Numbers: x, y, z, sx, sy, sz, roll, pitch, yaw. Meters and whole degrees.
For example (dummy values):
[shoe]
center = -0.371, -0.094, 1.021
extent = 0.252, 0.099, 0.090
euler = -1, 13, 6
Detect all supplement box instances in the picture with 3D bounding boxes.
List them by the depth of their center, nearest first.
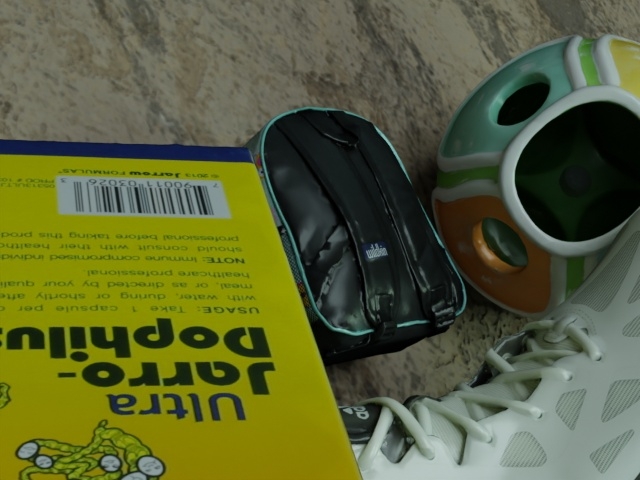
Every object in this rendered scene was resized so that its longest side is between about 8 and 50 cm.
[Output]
[supplement box]
center = -0.109, 0.113, 0.672
extent = 0.195, 0.194, 0.356
euler = 1, 30, -14

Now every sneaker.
[sneaker]
center = 0.114, 0.125, 0.929
extent = 0.257, 0.169, 0.448
euler = 32, 76, -15

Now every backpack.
[backpack]
center = 0.000, 0.000, 1.025
extent = 0.165, 0.144, 0.188
euler = -9, 76, -42

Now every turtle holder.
[turtle holder]
center = 0.250, -0.062, 1.150
extent = 0.227, 0.320, 0.243
euler = 9, 66, -82
